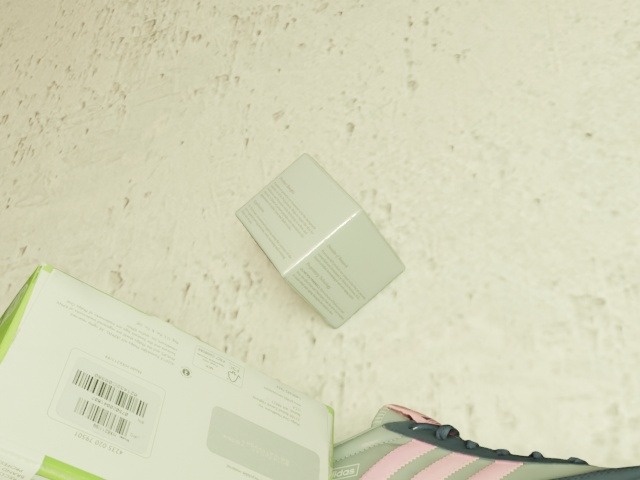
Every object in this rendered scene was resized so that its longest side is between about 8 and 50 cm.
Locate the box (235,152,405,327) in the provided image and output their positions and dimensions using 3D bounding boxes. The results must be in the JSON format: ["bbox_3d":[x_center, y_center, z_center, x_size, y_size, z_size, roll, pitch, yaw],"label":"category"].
[{"bbox_3d":[0.000,0.000,0.657,0.087,0.102,0.101,-41,46,0],"label":"box"}]

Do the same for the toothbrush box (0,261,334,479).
[{"bbox_3d":[-0.156,0.178,0.466,0.283,0.206,0.122,-44,26,32],"label":"toothbrush box"}]

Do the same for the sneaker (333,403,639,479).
[{"bbox_3d":[0.086,0.157,0.485,0.319,0.112,0.131,-14,46,21],"label":"sneaker"}]
